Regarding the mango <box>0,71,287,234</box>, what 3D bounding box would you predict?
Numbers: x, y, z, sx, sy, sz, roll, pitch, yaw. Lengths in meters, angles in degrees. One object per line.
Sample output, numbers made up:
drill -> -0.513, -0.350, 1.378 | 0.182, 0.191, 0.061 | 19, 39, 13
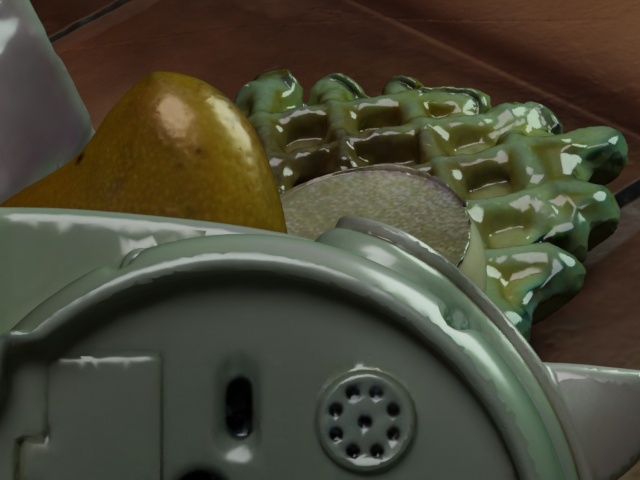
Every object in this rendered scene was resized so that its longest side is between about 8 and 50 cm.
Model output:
mango -> -0.104, 0.043, 0.705 | 0.157, 0.262, 0.109 | 45, 39, 13

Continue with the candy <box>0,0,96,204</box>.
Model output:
candy -> -0.344, -0.112, 1.030 | 0.358, 0.208, 0.145 | 7, 48, 27

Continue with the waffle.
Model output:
waffle -> 0.000, 0.000, 0.864 | 0.309, 0.056, 0.292 | 16, 47, 33

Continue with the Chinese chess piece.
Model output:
Chinese chess piece -> 0.019, 0.017, 0.750 | 0.122, 0.051, 0.122 | -7, 39, 6

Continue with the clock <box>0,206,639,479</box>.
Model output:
clock -> -0.031, 0.113, 0.560 | 0.324, 0.108, 0.265 | -2, 80, 4
